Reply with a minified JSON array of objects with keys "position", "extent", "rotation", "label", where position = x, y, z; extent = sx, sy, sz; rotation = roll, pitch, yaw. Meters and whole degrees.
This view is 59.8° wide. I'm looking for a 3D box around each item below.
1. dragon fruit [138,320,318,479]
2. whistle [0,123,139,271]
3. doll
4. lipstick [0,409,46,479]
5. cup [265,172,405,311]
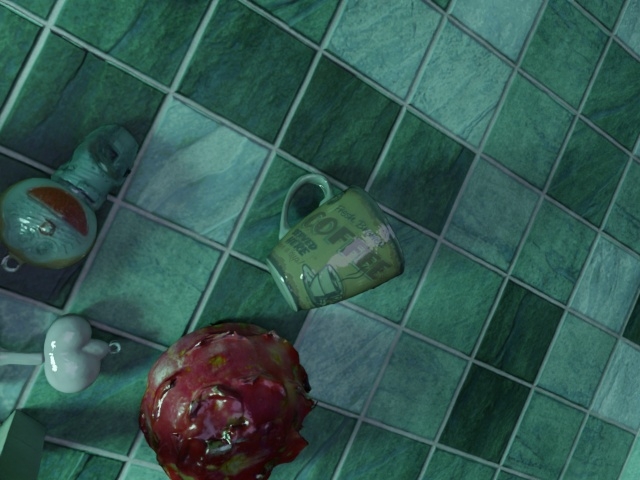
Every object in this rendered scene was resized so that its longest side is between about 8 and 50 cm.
[{"position":[-0.179,0.370,1.170],"extent":[0.386,0.249,0.371],"rotation":[-11,105,-18],"label":"dragon fruit"},{"position":[-0.463,-0.083,1.037],"extent":[0.189,0.189,0.348],"rotation":[42,70,-21],"label":"whistle"},{"position":[-0.573,0.218,1.061],"extent":[0.365,0.094,0.160],"rotation":[1,94,-22],"label":"doll"},{"position":[-0.536,0.403,0.946],"extent":[0.080,0.371,0.076],"rotation":[43,79,-21],"label":"lipstick"},{"position":[0.000,0.000,1.220],"extent":[0.257,0.227,0.301],"rotation":[-27,77,-13],"label":"cup"}]
